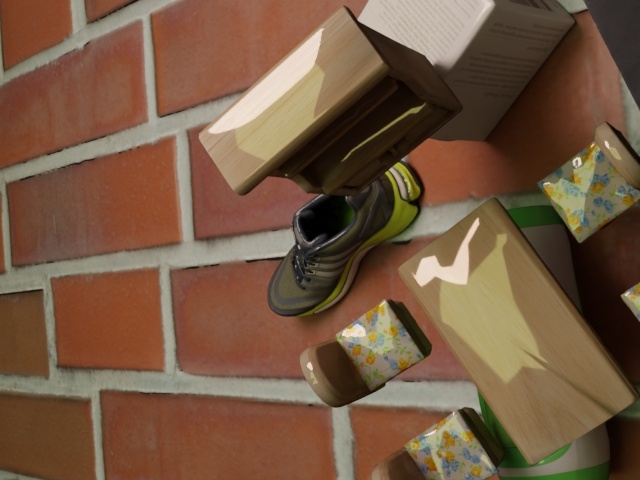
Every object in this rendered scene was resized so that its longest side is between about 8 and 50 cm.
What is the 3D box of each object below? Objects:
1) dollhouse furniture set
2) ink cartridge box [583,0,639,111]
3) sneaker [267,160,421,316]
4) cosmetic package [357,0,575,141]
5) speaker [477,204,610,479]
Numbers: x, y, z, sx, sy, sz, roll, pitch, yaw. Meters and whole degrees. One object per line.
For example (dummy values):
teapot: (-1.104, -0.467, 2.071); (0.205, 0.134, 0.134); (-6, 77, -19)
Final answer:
dollhouse furniture set: (0.114, 0.013, 0.873); (0.362, 0.256, 0.394); (-39, 76, 20)
ink cartridge box: (0.351, -0.170, 0.849); (0.165, 0.065, 0.332); (-51, 35, 35)
sneaker: (0.000, 0.000, 1.286); (0.300, 0.121, 0.111); (-51, 56, 36)
cosmetic package: (0.148, -0.228, 1.090); (0.183, 0.151, 0.151); (-54, 55, 33)
speaker: (0.226, 0.118, 1.041); (0.131, 0.131, 0.296); (-17, 79, 47)
